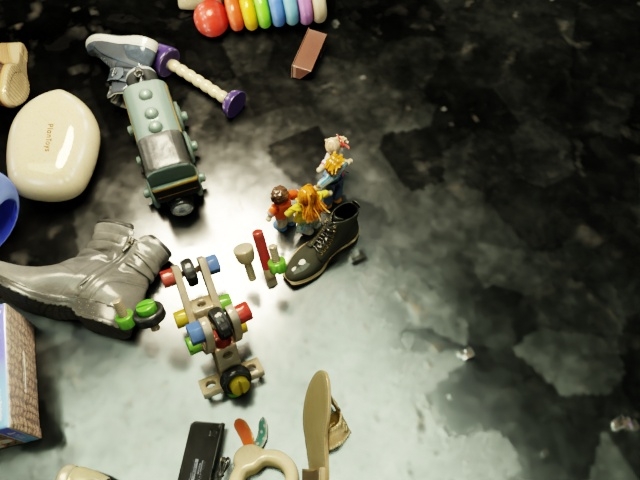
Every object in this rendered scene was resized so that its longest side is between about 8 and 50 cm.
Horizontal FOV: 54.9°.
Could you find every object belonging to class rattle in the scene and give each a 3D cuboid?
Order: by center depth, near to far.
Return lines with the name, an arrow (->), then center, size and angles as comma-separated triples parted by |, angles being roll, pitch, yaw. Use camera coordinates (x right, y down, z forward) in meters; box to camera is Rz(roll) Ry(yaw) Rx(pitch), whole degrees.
rattle -> -0.103, 0.438, 1.126 | 0.130, 0.142, 0.200 | -35, 34, -10

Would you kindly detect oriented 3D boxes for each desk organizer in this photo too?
desk organizer -> -0.028, -0.464, 1.542 | 0.050, 0.047, 0.130 | 18, 66, 4

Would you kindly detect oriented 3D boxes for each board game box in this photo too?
board game box -> -0.688, 0.273, 1.121 | 0.291, 0.141, 0.232 | -13, 66, -7

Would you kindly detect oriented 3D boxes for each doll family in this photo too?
doll family -> 0.003, -0.109, 1.307 | 0.118, 0.163, 0.263 | 37, 69, 18

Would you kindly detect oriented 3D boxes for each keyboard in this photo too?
keyboard -> -0.210, 0.421, 1.114 | 0.108, 0.023, 0.180 | -7, 61, 31

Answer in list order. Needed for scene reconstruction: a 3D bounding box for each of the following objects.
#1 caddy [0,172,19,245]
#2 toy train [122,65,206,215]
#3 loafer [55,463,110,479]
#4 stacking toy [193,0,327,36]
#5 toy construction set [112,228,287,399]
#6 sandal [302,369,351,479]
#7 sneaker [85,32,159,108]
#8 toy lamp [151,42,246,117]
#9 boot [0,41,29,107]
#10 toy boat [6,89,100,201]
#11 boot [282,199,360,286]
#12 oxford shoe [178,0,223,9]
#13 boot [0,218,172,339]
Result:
caddy -> -0.761, -0.018, 1.205 | 0.179, 0.241, 0.341 | 33, 69, 20
toy train -> -0.344, -0.220, 1.337 | 0.142, 0.190, 0.334 | -16, 66, -10
loafer -> -0.410, 0.516, 1.037 | 0.092, 0.102, 0.268 | -5, 64, 2
stacking toy -> -0.157, -0.588, 1.557 | 0.330, 0.141, 0.141 | -15, 66, -4
toy construction set -> -0.177, 0.156, 1.194 | 0.257, 0.237, 0.309 | 15, 42, 38
sandal -> 0.019, 0.368, 1.149 | 0.079, 0.088, 0.240 | 15, 69, -30
sneaker -> -0.496, -0.405, 1.477 | 0.226, 0.086, 0.163 | 12, 90, 33
toy lamp -> -0.309, -0.393, 1.482 | 0.275, 0.080, 0.080 | 33, 68, 14
boot -> -0.798, -0.368, 1.440 | 0.207, 0.090, 0.248 | -16, 48, -1
toy boat -> -0.652, -0.213, 1.365 | 0.318, 0.148, 0.267 | 7, 70, -7
boot -> 0.000, 0.000, 1.273 | 0.077, 0.137, 0.198 | 42, 72, 16
oxford shoe -> -0.351, -0.759, 1.632 | 0.130, 0.123, 0.348 | -14, 65, -2
boot -> -0.496, 0.051, 1.261 | 0.338, 0.118, 0.222 | 20, 62, -4
